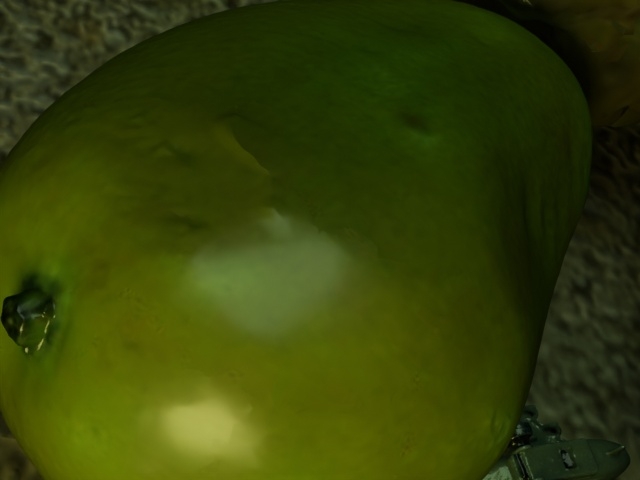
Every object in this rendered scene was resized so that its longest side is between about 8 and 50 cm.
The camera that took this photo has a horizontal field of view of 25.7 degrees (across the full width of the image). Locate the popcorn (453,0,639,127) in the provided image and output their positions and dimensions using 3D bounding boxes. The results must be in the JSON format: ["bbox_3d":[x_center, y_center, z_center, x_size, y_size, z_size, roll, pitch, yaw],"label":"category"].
[{"bbox_3d":[0.165,-0.189,0.625,0.312,0.312,0.312,10,45,-10],"label":"popcorn"}]

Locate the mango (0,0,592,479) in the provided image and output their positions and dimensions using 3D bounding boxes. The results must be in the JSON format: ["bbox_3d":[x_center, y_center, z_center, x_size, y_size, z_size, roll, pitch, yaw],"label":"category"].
[{"bbox_3d":[-0.009,-0.001,0.489,0.185,0.149,0.273,18,37,8],"label":"mango"}]

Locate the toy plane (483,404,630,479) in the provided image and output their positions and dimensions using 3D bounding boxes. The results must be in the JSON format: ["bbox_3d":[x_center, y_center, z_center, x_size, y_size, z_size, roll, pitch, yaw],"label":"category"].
[{"bbox_3d":[0.082,0.085,0.516,0.083,0.033,0.080,-7,61,-25],"label":"toy plane"}]
